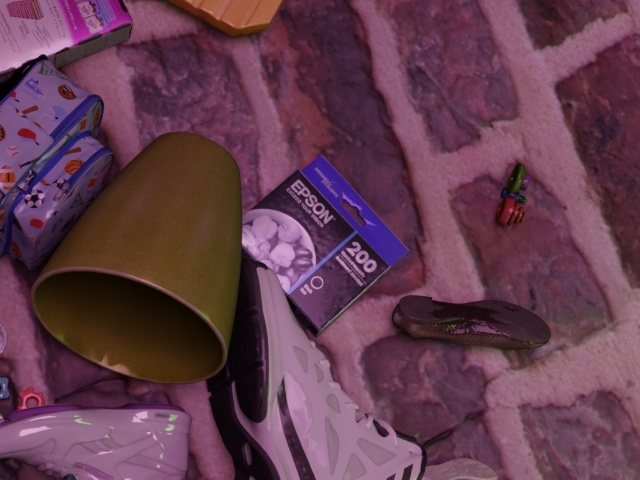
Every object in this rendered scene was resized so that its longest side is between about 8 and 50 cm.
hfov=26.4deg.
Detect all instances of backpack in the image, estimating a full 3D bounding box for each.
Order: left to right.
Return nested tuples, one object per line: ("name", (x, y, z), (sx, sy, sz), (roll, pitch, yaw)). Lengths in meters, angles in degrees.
("backpack", (-0.401, -0.108, 1.865), (0.213, 0.276, 0.263), (32, 64, -8))

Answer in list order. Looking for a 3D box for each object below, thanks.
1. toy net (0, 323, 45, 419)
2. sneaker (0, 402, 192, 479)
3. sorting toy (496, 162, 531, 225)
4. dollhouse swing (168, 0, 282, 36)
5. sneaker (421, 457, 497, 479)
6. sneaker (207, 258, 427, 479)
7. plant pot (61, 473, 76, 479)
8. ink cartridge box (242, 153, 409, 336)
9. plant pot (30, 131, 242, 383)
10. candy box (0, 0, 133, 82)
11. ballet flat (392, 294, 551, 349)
("toy net", (-0.448, 0.187, 1.877), (0.122, 0.045, 0.232), (-9, 77, -15))
("sneaker", (-0.313, 0.293, 1.825), (0.305, 0.114, 0.152), (3, 79, -25))
("sorting toy", (0.306, -0.067, 2.110), (0.042, 0.061, 0.102), (20, 95, -7))
("dollhouse swing", (-0.124, -0.545, 2.034), (0.346, 0.315, 0.305), (29, 51, -4))
("sneaker", (0.186, 0.367, 1.970), (0.152, 0.085, 0.058), (-1, 29, -43))
("sneaker", (-0.003, 0.244, 1.933), (0.257, 0.169, 0.448), (1, 69, -32))
("plant pot", (-0.452, 0.476, 1.665), (0.334, 0.341, 0.341), (-6, 76, -7))
("ink cartridge box", (0.000, 0.000, 2.031), (0.208, 0.045, 0.206), (-42, 87, -21))
("plant pot", (-0.217, 0.002, 1.885), (0.274, 0.275, 0.294), (22, 57, -6))
("candy box", (-0.416, -0.334, 2.013), (0.233, 0.071, 0.159), (-24, 82, -18))
("ballet flat", (0.224, 0.131, 2.044), (0.249, 0.058, 0.084), (7, 38, -16))
